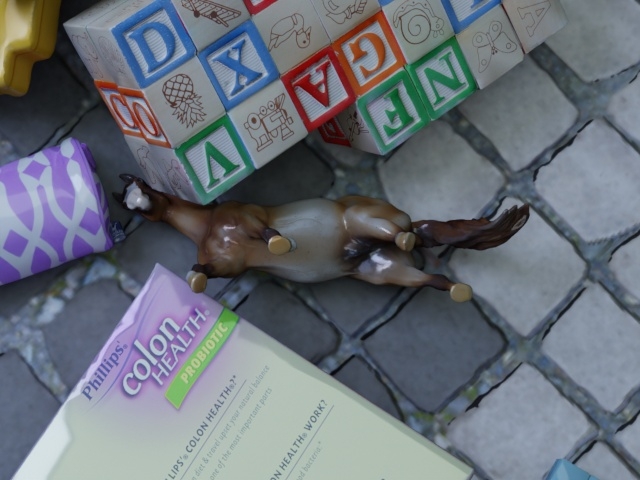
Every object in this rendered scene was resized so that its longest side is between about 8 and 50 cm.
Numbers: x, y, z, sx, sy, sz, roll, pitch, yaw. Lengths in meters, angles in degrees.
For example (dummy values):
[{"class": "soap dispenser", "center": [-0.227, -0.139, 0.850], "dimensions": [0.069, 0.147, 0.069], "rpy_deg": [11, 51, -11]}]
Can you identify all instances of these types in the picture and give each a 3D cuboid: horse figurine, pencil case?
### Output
[{"class": "horse figurine", "center": [0.000, 0.000, 1.111], "dimensions": [0.263, 0.174, 0.066], "rpy_deg": [0, 100, -12]}, {"class": "pencil case", "center": [-0.240, -0.009, 1.120], "dimensions": [0.206, 0.086, 0.088], "rpy_deg": [-17, 47, -9]}]

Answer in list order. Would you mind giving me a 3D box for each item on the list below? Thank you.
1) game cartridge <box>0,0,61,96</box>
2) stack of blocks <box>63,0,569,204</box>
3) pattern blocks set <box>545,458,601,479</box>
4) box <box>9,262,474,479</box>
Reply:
[{"class": "game cartridge", "center": [-0.317, -0.243, 1.111], "dimensions": [0.323, 0.052, 0.285], "rpy_deg": [3, 83, 18]}, {"class": "stack of blocks", "center": [0.003, -0.143, 1.101], "dimensions": [0.297, 0.087, 0.171], "rpy_deg": [-35, 113, -20]}, {"class": "pattern blocks set", "center": [0.153, 0.326, 1.108], "dimensions": [0.285, 0.026, 0.325], "rpy_deg": [40, 78, 1]}, {"class": "box", "center": [-0.064, 0.175, 1.079], "dimensions": [0.243, 0.117, 0.214], "rpy_deg": [33, 79, 2]}]
